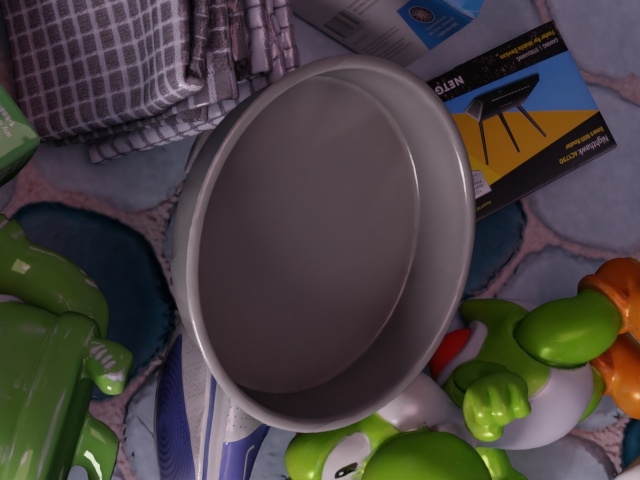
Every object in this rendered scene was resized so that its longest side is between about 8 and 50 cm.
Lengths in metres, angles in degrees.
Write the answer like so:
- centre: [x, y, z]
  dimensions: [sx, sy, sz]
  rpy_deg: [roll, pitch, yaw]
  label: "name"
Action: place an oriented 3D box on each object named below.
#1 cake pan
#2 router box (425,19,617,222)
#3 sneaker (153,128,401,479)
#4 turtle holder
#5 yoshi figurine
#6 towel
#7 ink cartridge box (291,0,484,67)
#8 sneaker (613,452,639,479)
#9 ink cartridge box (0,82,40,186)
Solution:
- centre: [0.000, 0.000, 1.460]
  dimensions: [0.293, 0.054, 0.293]
  rpy_deg: [-12, 108, -40]
  label: "cake pan"
- centre: [0.164, -0.104, 1.719]
  dimensions: [0.179, 0.046, 0.133]
  rpy_deg: [-28, 91, -24]
  label: "router box"
- centre: [-0.025, 0.064, 1.561]
  dimensions: [0.182, 0.127, 0.315]
  rpy_deg: [11, 79, -22]
  label: "sneaker"
- centre: [-0.264, 0.129, 1.400]
  dimensions: [0.228, 0.243, 0.320]
  rpy_deg: [14, 83, -1]
  label: "turtle holder"
- centre: [0.152, 0.163, 1.586]
  dimensions: [0.362, 0.203, 0.203]
  rpy_deg: [-23, 95, -21]
  label: "yoshi figurine"
- centre: [-0.154, -0.217, 1.505]
  dimensions: [0.121, 0.235, 0.283]
  rpy_deg: [-3, 83, -51]
  label: "towel"
- centre: [0.033, -0.290, 1.635]
  dimensions: [0.233, 0.171, 0.168]
  rpy_deg: [31, 69, -14]
  label: "ink cartridge box"
- centre: [0.341, 0.168, 1.722]
  dimensions: [0.229, 0.087, 0.092]
  rpy_deg: [-28, 84, -31]
  label: "sneaker"
- centre: [-0.396, -0.068, 1.446]
  dimensions: [0.289, 0.121, 0.211]
  rpy_deg: [-38, 94, -23]
  label: "ink cartridge box"
